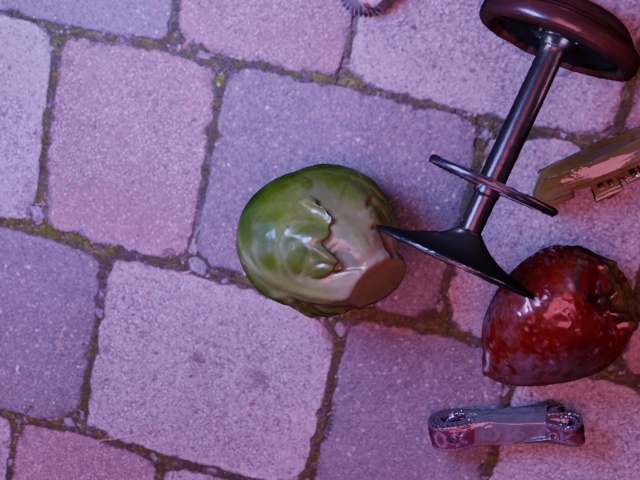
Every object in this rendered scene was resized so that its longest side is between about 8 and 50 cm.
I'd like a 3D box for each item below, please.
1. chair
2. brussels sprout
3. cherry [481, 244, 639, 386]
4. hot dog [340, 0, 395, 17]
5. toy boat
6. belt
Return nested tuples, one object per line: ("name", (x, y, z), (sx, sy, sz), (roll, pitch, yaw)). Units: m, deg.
("chair", (0.250, -0.150, 1.308), (0.226, 0.226, 0.401), (24, 92, 5))
("brussels sprout", (0.000, 0.000, 1.450), (0.244, 0.244, 0.244), (3, 105, 12))
("cherry", (0.317, 0.115, 1.435), (0.249, 0.192, 0.175), (-45, 57, 25))
("hot dog", (0.099, -0.386, 1.418), (0.099, 0.053, 0.192), (44, 112, 0))
("toy boat", (0.392, -0.094, 1.426), (0.206, 0.064, 0.072), (-22, 113, 17))
("belt", (0.276, 0.278, 1.548), (0.232, 0.071, 0.053), (-5, 110, 17))
